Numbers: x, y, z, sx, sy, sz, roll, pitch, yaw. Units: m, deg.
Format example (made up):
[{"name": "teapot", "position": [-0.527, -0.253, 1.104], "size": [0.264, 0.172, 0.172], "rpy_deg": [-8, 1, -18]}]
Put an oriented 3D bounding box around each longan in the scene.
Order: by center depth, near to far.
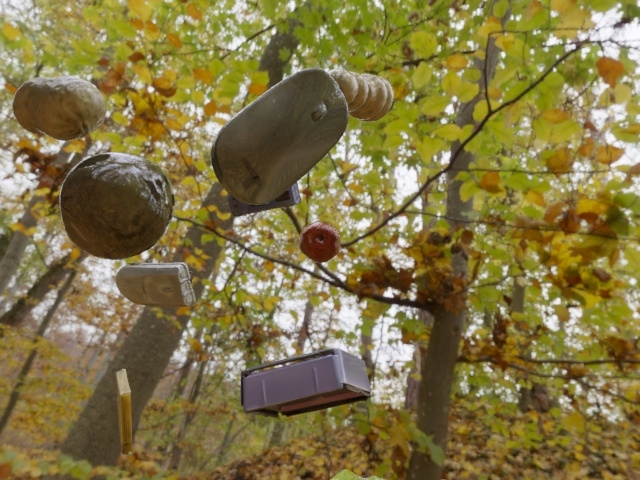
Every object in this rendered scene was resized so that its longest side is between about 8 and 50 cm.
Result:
[{"name": "longan", "position": [-0.420, -0.074, 0.996], "size": [0.215, 0.246, 0.246], "rpy_deg": [30, -24, 27]}]

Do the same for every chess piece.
[{"name": "chess piece", "position": [0.092, -0.414, 1.341], "size": [0.142, 0.143, 0.260], "rpy_deg": [-12, -1, 31]}]

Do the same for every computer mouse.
[{"name": "computer mouse", "position": [-0.078, -0.217, 1.017], "size": [0.197, 0.331, 0.095], "rpy_deg": [51, -7, -33]}]

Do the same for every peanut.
[{"name": "peanut", "position": [-0.543, -0.273, 1.001], "size": [0.224, 0.129, 0.129], "rpy_deg": [9, -30, 29]}]

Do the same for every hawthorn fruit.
[{"name": "hawthorn fruit", "position": [0.000, 0.000, 1.947], "size": [0.189, 0.189, 0.189], "rpy_deg": [8, -33, 5]}]

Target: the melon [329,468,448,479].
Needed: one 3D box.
[{"name": "melon", "position": [0.198, 0.671, 1.181], "size": [0.343, 0.226, 0.331], "rpy_deg": [-5, -47, 46]}]

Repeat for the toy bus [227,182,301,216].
[{"name": "toy bus", "position": [-0.232, -0.170, 1.890], "size": [0.291, 0.133, 0.126], "rpy_deg": [-10, -81, 11]}]

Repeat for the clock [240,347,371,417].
[{"name": "clock", "position": [-0.026, 0.252, 0.836], "size": [0.193, 0.073, 0.144], "rpy_deg": [-18, -30, 18]}]

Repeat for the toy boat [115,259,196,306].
[{"name": "toy boat", "position": [-0.477, 0.120, 1.412], "size": [0.269, 0.141, 0.141], "rpy_deg": [3, -31, 35]}]

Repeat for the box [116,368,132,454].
[{"name": "box", "position": [-0.370, 0.324, 0.907], "size": [0.020, 0.073, 0.149], "rpy_deg": [-5, -65, -28]}]
